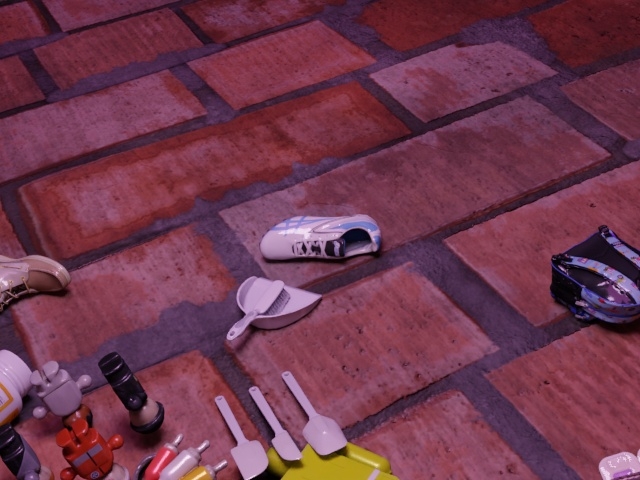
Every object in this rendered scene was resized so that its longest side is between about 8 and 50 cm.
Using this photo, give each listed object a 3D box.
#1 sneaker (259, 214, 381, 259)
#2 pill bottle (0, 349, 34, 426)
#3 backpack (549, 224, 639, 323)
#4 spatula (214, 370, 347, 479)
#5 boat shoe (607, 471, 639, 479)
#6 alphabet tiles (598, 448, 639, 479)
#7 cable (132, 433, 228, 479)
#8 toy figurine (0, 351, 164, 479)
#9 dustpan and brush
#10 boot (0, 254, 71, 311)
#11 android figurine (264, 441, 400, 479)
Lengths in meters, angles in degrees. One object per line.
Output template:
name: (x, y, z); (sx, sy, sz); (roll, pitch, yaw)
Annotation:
sneaker: (0.000, 0.000, 1.808); (0.237, 0.085, 0.086); (-8, 29, -2)
pill bottle: (-0.565, 0.275, 1.516); (0.117, 0.117, 0.215); (19, 45, 27)
backpack: (0.504, 0.076, 1.630); (0.158, 0.117, 0.173); (-28, 44, -26)
spatula: (-0.071, 0.285, 1.482); (0.168, 0.019, 0.242); (-20, 24, -13)
boat shoe: (0.331, 0.384, 1.220); (0.342, 0.123, 0.123); (-24, 49, -3)
alphabet tiles: (0.501, 0.390, 1.254); (0.284, 0.021, 0.278); (-19, 51, 5)
cable: (-0.271, 0.394, 1.371); (0.139, 0.072, 0.287); (19, 45, 35)
toy figurine: (-0.366, 0.291, 1.440); (0.209, 0.148, 0.213); (-10, 36, 23)
dustpan and brush: (-0.106, 0.126, 1.687); (0.147, 0.060, 0.211); (15, 43, 23)
boot: (-0.590, 0.101, 1.765); (0.213, 0.077, 0.165); (4, 39, 20)
android figurine: (0.014, 0.390, 1.352); (0.272, 0.056, 0.248); (15, 42, 27)
